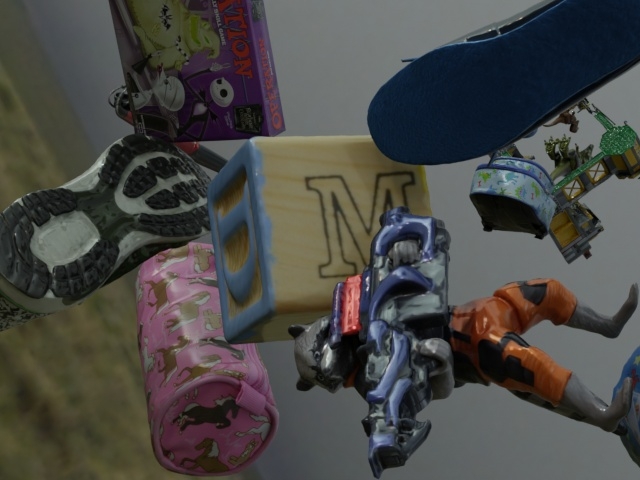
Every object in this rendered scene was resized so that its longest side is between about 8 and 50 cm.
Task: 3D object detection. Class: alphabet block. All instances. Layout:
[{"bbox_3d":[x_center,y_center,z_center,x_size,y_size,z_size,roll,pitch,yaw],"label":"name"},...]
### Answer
[{"bbox_3d":[0.000,0.000,1.516,0.192,0.197,0.194,145,-60,-67],"label":"alphabet block"}]

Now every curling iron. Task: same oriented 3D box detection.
[{"bbox_3d":[-0.196,-0.152,2.064,0.274,0.068,0.035,34,-18,-24],"label":"curling iron"}]

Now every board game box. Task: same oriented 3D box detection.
[{"bbox_3d":[-0.168,-0.293,1.711,0.056,0.208,0.347,-39,122,-59],"label":"board game box"}]

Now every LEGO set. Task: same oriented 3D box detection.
[{"bbox_3d":[0.416,-0.121,2.330,0.331,0.255,0.192,45,-5,48],"label":"LEGO set"}]

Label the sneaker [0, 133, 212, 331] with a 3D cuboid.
[{"bbox_3d":[-0.278,-0.002,1.660,0.182,0.410,0.158,-39,-97,37],"label":"sneaker"}]

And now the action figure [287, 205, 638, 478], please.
[{"bbox_3d":[0.127,0.131,1.308,0.341,0.330,0.179,-72,161,-47],"label":"action figure"}]

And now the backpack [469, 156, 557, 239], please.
[{"bbox_3d":[0.253,-0.063,1.828,0.105,0.084,0.114,8,-19,29],"label":"backpack"}]

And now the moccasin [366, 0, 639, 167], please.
[{"bbox_3d":[0.211,-0.162,1.379,0.117,0.342,0.138,-26,96,-59],"label":"moccasin"}]

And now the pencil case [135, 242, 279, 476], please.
[{"bbox_3d":[-0.156,0.147,1.814,0.386,0.160,0.167,-108,-155,-59],"label":"pencil case"}]

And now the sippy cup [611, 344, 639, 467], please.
[{"bbox_3d":[0.408,0.174,1.332,0.224,0.240,0.306,-164,-93,-68],"label":"sippy cup"}]
